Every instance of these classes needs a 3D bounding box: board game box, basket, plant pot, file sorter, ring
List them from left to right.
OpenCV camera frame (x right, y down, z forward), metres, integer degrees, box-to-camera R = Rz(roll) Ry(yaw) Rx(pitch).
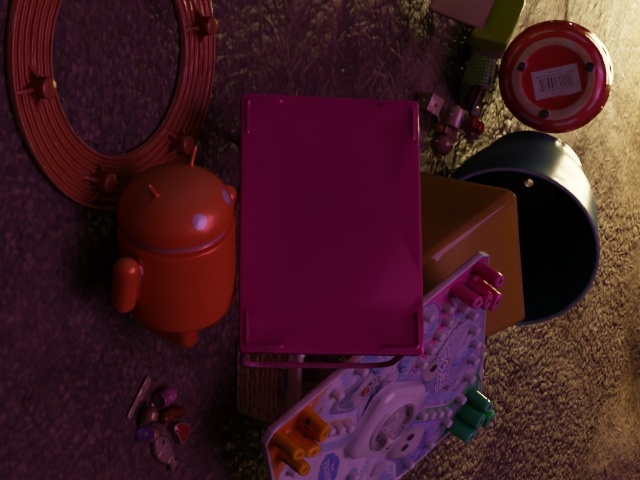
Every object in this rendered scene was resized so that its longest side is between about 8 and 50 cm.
[{"bbox_3d":[-0.204,-0.198,1.418,0.336,0.032,0.337,-23,117,-57],"label":"ring"},{"bbox_3d":[-0.026,0.168,1.737,0.167,0.103,0.113,-17,111,-57],"label":"basket"},{"bbox_3d":[0.000,0.000,1.561,0.182,0.202,0.291,121,-31,-74],"label":"file sorter"},{"bbox_3d":[0.097,0.248,1.790,0.390,0.050,0.390,-38,148,-22],"label":"board game box"},{"bbox_3d":[0.146,0.043,1.919,0.187,0.212,0.212,-33,125,-40],"label":"plant pot"},{"bbox_3d":[0.317,-0.044,2.141,0.255,0.271,0.272,-61,147,-58],"label":"plant pot"},{"bbox_3d":[0.385,-0.270,2.204,0.174,0.191,0.191,-24,119,-78],"label":"plant pot"}]

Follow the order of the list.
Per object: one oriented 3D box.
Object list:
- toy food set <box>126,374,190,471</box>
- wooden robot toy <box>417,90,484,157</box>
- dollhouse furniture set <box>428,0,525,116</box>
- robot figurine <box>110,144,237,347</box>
[{"bbox_3d":[-0.180,0.212,1.567,0.078,0.019,0.122,-65,146,-26],"label":"toy food set"},{"bbox_3d":[0.200,-0.165,2.082,0.173,0.076,0.079,28,83,-58],"label":"wooden robot toy"},{"bbox_3d":[0.227,-0.347,2.081,0.301,0.151,0.198,96,17,-76],"label":"dollhouse furniture set"},{"bbox_3d":[-0.154,0.011,1.435,0.158,0.128,0.219,-9,128,-14],"label":"robot figurine"}]
